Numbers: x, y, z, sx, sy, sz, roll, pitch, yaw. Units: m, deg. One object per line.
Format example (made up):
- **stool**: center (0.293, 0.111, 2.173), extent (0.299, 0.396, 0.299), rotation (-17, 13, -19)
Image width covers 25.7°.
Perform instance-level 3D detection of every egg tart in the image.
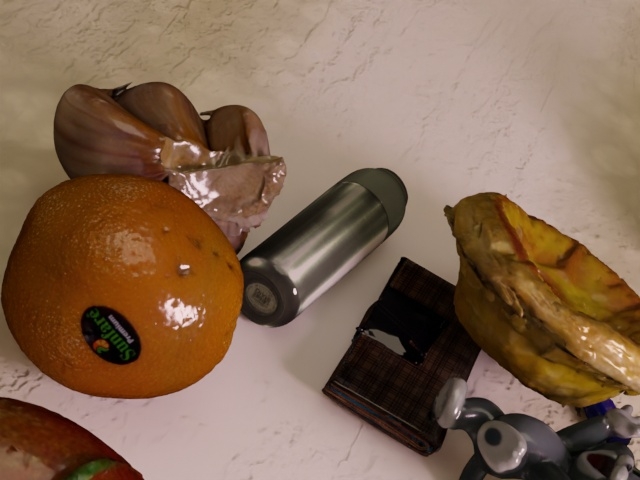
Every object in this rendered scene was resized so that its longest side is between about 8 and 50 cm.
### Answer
- **egg tart**: center (0.221, 0.072, 1.355), extent (0.294, 0.116, 0.295), rotation (35, 19, -14)

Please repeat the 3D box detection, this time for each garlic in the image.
- **garlic**: center (-0.154, -0.062, 1.325), extent (0.214, 0.160, 0.191), rotation (2, 20, -25)

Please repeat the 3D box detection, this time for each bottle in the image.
- **bottle**: center (0.000, 0.000, 1.413), extent (0.096, 0.080, 0.253), rotation (3, 27, 34)

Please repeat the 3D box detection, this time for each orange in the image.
- **orange**: center (-0.165, 0.040, 1.183), extent (0.206, 0.206, 0.206), rotation (16, 40, -14)

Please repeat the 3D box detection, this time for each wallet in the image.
- **wallet**: center (0.093, 0.107, 1.370), extent (0.124, 0.042, 0.230), rotation (31, 40, 2)

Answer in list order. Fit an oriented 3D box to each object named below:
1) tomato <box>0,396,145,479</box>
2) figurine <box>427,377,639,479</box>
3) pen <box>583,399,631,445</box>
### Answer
- **tomato**: center (-0.231, 0.253, 0.872), extent (0.303, 0.239, 0.304), rotation (11, 54, -15)
- **figurine**: center (0.208, 0.228, 1.232), extent (0.265, 0.140, 0.193), rotation (20, 26, 8)
- **pen**: center (0.252, 0.105, 1.470), extent (0.033, 0.033, 0.269), rotation (1, 45, -29)
